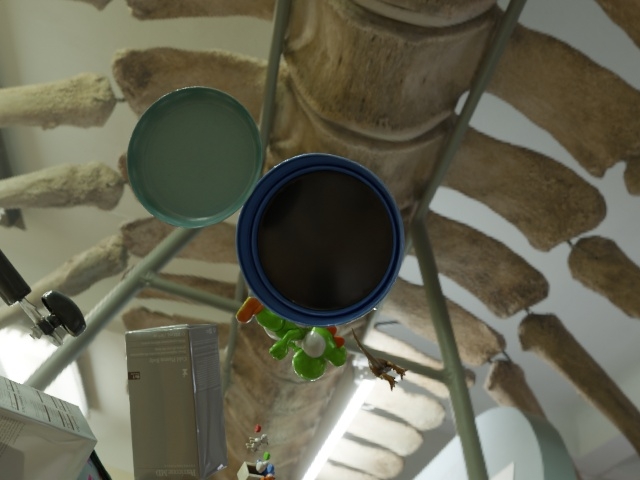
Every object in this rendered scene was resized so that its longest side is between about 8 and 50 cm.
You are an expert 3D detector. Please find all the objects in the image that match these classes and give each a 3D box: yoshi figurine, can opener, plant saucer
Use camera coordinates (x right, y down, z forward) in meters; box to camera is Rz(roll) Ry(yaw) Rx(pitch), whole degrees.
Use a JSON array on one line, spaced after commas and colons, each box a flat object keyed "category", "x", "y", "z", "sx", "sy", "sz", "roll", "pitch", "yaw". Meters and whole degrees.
[{"category": "yoshi figurine", "x": -0.098, "y": 0.311, "z": 2.030, "sx": 0.362, "sy": 0.204, "sz": 0.203, "roll": 33, "pitch": -36, "yaw": -2}, {"category": "can opener", "x": -0.564, "y": 0.085, "z": 1.234, "sx": 0.280, "sy": 0.093, "sz": 0.074, "roll": 52, "pitch": -35, "yaw": -11}, {"category": "plant saucer", "x": -0.278, "y": -0.183, "z": 1.469, "sx": 0.317, "sy": 0.318, "sz": 0.043, "roll": 9, "pitch": -3, "yaw": 11}]

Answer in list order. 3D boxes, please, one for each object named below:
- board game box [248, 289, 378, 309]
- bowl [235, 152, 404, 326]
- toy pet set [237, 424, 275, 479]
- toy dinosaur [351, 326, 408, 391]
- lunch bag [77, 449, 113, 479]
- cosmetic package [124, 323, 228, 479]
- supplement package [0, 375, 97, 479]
[{"category": "board game box", "x": -0.009, "y": 0.125, "z": 1.750, "sx": 0.303, "sy": 0.098, "sz": 0.224, "roll": 4, "pitch": -5, "yaw": 16}, {"category": "bowl", "x": 0.000, "y": 0.000, "z": 1.498, "sx": 0.390, "sy": 0.392, "sz": 0.077, "roll": 6, "pitch": 1, "yaw": 14}, {"category": "toy pet set", "x": -0.108, "y": 0.447, "z": 1.286, "sx": 0.065, "sy": 0.122, "sz": 0.114, "roll": 21, "pitch": -70, "yaw": -27}, {"category": "toy dinosaur", "x": 0.128, "y": 0.281, "z": 1.464, "sx": 0.112, "sy": 0.064, "sz": 0.211, "roll": 26, "pitch": -17, "yaw": 31}, {"category": "lunch bag", "x": -0.601, "y": 0.579, "z": 1.580, "sx": 0.160, "sy": 0.262, "sz": 0.224, "roll": -23, "pitch": -71, "yaw": 1}, {"category": "cosmetic package", "x": -0.231, "y": 0.258, "z": 1.055, "sx": 0.127, "sy": 0.238, "sz": 0.107, "roll": -9, "pitch": -9, "yaw": 19}, {"category": "supplement package", "x": -0.581, "y": 0.369, "z": 1.167, "sx": 0.262, "sy": 0.199, "sz": 0.198, "roll": 33, "pitch": -10, "yaw": -29}]
